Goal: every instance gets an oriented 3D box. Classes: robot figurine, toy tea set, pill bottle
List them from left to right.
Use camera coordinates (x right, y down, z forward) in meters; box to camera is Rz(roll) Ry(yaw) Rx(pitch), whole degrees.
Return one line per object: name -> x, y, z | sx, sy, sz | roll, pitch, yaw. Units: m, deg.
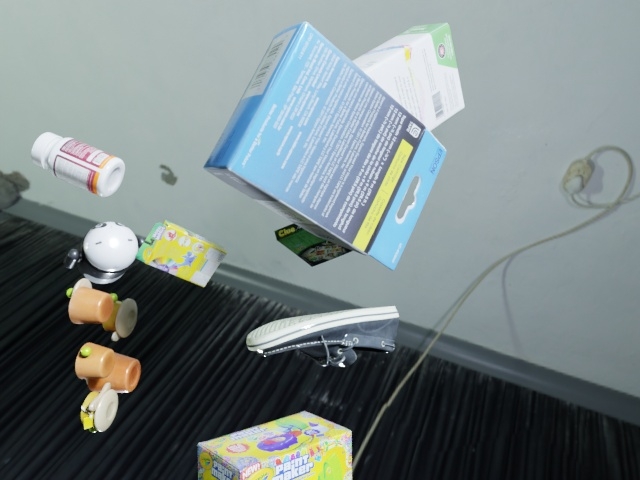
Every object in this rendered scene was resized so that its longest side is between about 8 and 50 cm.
pill bottle -> -0.680, -0.216, 1.458 | 0.221, 0.121, 0.121 | 24, 128, 2
toy tea set -> -0.485, 0.228, 1.108 | 0.125, 0.200, 0.335 | 7, 108, 6
robot figurine -> -0.713, 0.041, 1.724 | 0.174, 0.209, 0.278 | 39, 145, -15

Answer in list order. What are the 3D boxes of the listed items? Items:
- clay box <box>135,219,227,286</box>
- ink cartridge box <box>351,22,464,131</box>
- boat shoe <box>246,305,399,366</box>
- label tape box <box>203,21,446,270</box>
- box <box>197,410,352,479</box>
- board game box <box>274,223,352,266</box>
clay box -> -0.394, 0.034, 1.461 | 0.222, 0.053, 0.127 | 30, 100, -33
ink cartridge box -> 0.172, -0.328, 1.148 | 0.117, 0.278, 0.201 | 24, 143, 50
boat shoe -> 0.029, 0.275, 1.433 | 0.187, 0.501, 0.155 | -12, 81, 50
label tape box -> 0.025, -0.136, 0.848 | 0.348, 0.249, 0.115 | 31, 170, -33
box -> -0.094, 0.558, 1.120 | 0.177, 0.290, 0.278 | 0, 92, 50
board game box -> 0.000, 0.000, 1.216 | 0.136, 0.259, 0.030 | -19, 70, 10
